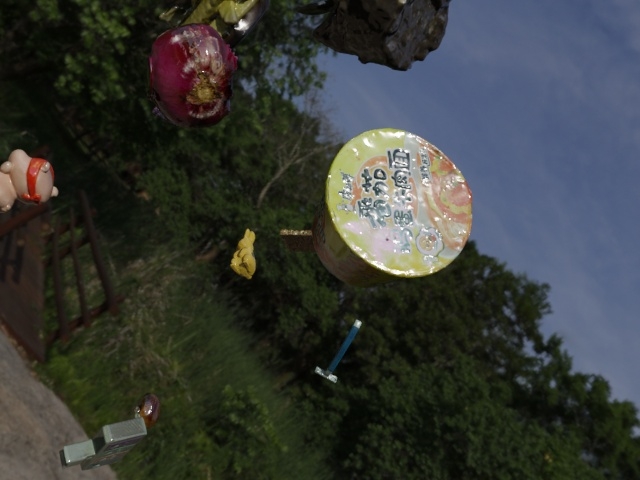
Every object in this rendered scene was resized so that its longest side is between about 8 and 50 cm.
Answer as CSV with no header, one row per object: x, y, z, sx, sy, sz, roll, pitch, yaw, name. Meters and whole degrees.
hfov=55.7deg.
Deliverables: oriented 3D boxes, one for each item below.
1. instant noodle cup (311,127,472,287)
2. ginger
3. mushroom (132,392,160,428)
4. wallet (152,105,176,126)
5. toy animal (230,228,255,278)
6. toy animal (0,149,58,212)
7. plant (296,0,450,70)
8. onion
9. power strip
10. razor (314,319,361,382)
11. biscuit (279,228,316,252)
0.104,-0.036,1.070,0.264,0.264,0.200,58,-24,6,instant noodle cup
-0.351,-0.744,1.833,0.358,0.413,0.211,18,-18,40,ginger
-0.616,0.607,2.156,0.127,0.087,0.127,6,90,-86,mushroom
-0.384,-0.397,1.686,0.030,0.166,0.111,45,6,16,wallet
-0.230,0.035,1.871,0.083,0.070,0.159,57,24,-45,toy animal
-0.870,-0.167,1.754,0.171,0.197,0.171,38,-40,40,toy animal
0.093,-0.440,1.101,0.276,0.199,0.188,42,-26,37,plant
-0.239,-0.282,1.028,0.198,0.135,0.173,35,-52,47,onion
-0.470,0.432,1.278,0.216,0.145,0.061,-46,-121,42,power strip
0.058,0.303,1.668,0.068,0.191,0.037,30,11,-5,razor
0.007,0.004,1.744,0.131,0.236,0.026,61,34,-65,biscuit
